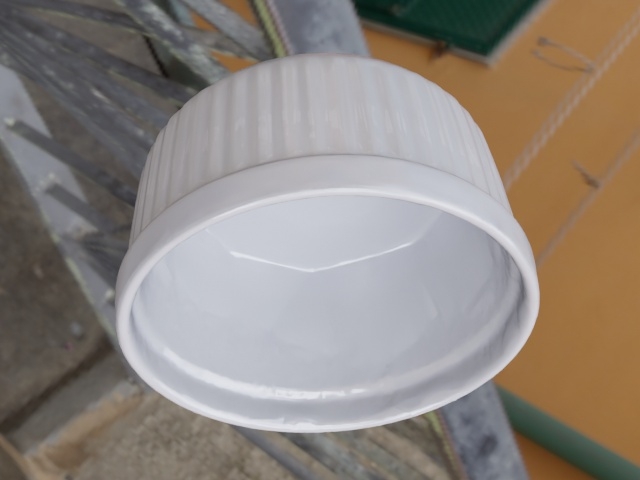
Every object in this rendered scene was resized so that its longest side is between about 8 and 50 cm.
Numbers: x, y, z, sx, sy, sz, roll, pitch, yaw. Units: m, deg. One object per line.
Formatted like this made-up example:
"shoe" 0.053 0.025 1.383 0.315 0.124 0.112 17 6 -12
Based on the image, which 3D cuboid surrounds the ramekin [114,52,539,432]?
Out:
"ramekin" 0.000 0.000 0.708 0.207 0.109 0.207 -3 142 -3
